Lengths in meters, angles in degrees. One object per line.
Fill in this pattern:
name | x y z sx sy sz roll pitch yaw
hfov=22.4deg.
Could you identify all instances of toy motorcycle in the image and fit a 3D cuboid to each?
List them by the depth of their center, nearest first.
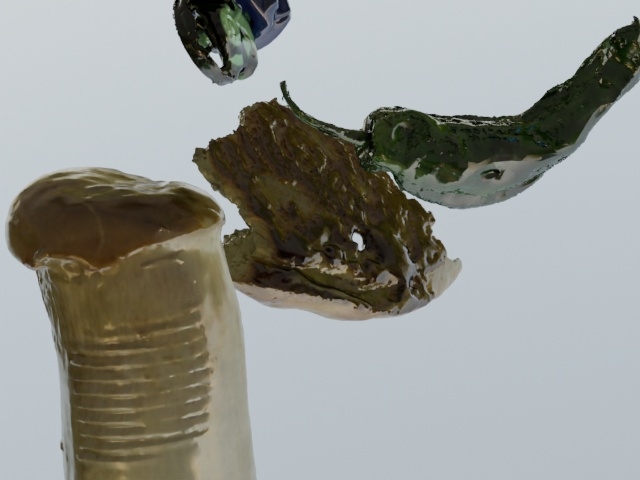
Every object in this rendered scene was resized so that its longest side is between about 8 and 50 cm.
toy motorcycle | -0.120 -0.302 1.579 0.125 0.196 0.331 -21 -99 20

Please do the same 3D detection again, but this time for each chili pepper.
chili pepper | 0.115 -0.081 1.168 0.279 0.122 0.065 -14 -165 -17

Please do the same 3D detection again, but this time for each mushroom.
mushroom | -0.068 0.132 0.790 0.123 0.351 0.095 -7 -166 33

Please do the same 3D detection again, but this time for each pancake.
pancake | 0.000 0.000 1.329 0.056 0.257 0.212 -45 -169 40
